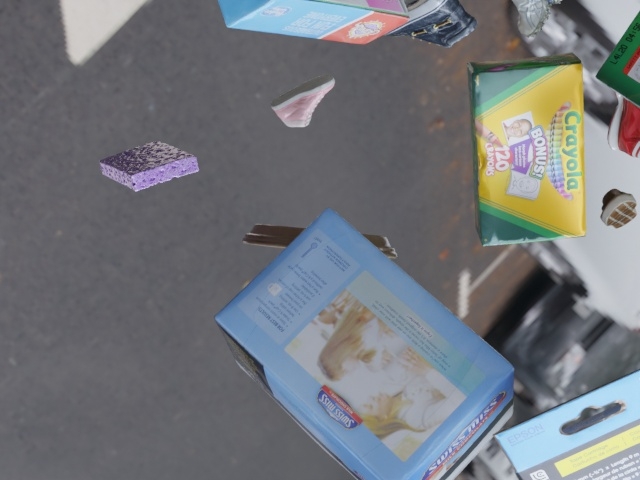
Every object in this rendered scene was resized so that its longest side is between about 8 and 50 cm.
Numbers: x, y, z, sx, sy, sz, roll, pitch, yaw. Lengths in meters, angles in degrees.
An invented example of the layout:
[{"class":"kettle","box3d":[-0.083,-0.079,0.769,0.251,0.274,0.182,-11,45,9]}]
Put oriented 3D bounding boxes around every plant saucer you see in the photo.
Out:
[{"class":"plant saucer","box3d":[0.000,0.000,2.269,0.278,0.278,0.041,3,94,-69]}]

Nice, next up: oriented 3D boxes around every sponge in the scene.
[{"class":"sponge","box3d":[-0.299,-0.131,2.206,0.117,0.031,0.210,-21,-162,-20]}]

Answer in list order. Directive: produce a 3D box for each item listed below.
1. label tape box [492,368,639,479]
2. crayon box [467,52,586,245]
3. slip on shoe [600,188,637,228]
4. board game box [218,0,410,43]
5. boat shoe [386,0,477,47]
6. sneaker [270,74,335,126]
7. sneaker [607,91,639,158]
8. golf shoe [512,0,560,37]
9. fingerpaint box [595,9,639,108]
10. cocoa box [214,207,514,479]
[{"class":"label tape box","box3d":[0.391,0.290,1.644,0.241,0.333,0.106,-27,-155,12]},{"class":"crayon box","box3d":[0.317,-0.139,1.960,0.081,0.165,0.278,-91,176,-71]},{"class":"slip on shoe","box3d":[0.387,-0.048,1.676,0.051,0.041,0.135,-35,165,14]},{"class":"board game box","box3d":[-0.047,-0.355,1.249,0.064,0.316,0.242,-25,170,32]},{"class":"boat shoe","box3d":[0.152,-0.316,1.879,0.065,0.083,0.183,-53,-161,-20]},{"class":"sneaker","box3d":[-0.022,-0.264,2.461,0.134,0.070,0.051,-25,-152,15]},{"class":"sneaker","box3d":[0.585,-0.243,2.245,0.087,0.128,0.221,-25,129,-31]},{"class":"golf shoe","box3d":[0.318,-0.373,1.935,0.176,0.086,0.069,113,-5,-67]},{"class":"fingerpaint box","box3d":[0.641,-0.353,1.863,0.371,0.163,0.445,8,118,-57]},{"class":"cocoa box","box3d":[0.064,0.173,1.740,0.231,0.347,0.228,-44,158,-12]}]
